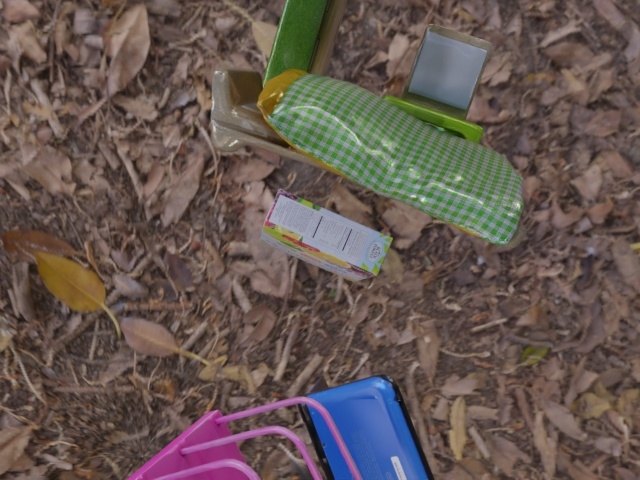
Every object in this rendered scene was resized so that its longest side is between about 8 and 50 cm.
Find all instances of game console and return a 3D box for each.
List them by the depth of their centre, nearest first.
[{"bbox_3d":[0.095,0.341,1.155,0.173,0.250,0.293,-17,85,-53],"label":"game console"}]

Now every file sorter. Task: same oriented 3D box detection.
[{"bbox_3d":[-0.091,0.311,0.755,0.291,0.182,0.202,-33,99,-56],"label":"file sorter"}]

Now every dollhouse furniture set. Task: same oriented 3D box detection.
[{"bbox_3d":[0.053,-0.123,0.547,0.198,0.301,0.151,19,103,0],"label":"dollhouse furniture set"}]

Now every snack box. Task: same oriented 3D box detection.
[{"bbox_3d":[0.000,0.000,0.668,0.100,0.141,0.037,25,83,-3],"label":"snack box"}]
